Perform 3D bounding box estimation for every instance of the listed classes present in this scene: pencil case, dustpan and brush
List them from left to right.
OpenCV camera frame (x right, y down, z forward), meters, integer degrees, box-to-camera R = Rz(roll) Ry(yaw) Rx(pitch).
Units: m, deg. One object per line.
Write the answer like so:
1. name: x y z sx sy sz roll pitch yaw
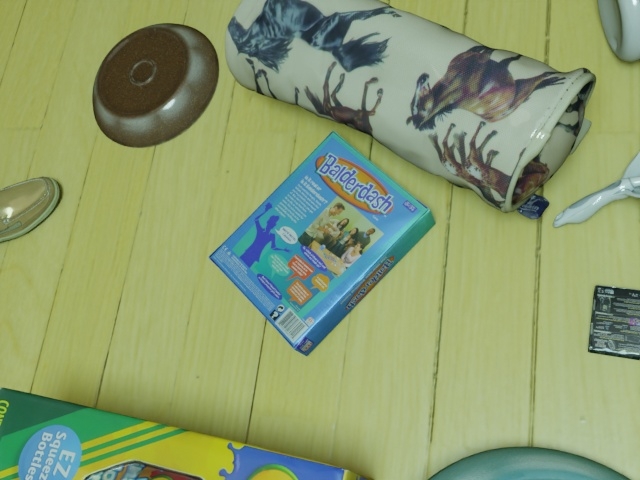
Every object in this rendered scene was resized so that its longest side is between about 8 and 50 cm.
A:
1. pencil case: 0.083 -0.177 0.754 0.410 0.184 0.159 30 101 26
2. dustpan and brush: 0.330 -0.061 0.677 0.060 0.147 0.211 39 124 -12

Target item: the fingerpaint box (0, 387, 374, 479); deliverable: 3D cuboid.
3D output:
1. fingerpaint box: -0.181 0.393 0.613 0.371 0.163 0.444 8 69 18

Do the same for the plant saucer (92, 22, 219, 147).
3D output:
1. plant saucer: -0.238 -0.225 0.949 0.199 0.036 0.198 -6 69 17

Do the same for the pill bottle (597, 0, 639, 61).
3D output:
1. pill bottle: 0.408 -0.269 0.707 0.215 0.117 0.117 -14 67 13

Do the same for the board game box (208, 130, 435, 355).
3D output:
1. board game box: 0.000 0.000 0.782 0.210 0.047 0.160 -45 63 -1

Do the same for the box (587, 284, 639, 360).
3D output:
1. box: 0.308 0.082 0.667 0.083 0.018 0.067 6 73 20

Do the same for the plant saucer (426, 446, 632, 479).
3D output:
1. plant saucer: 0.194 0.311 0.535 0.318 0.043 0.317 2 55 -3

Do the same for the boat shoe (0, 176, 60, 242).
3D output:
1. boat shoe: -0.444 -0.033 0.926 0.190 0.072 0.068 -32 64 5
